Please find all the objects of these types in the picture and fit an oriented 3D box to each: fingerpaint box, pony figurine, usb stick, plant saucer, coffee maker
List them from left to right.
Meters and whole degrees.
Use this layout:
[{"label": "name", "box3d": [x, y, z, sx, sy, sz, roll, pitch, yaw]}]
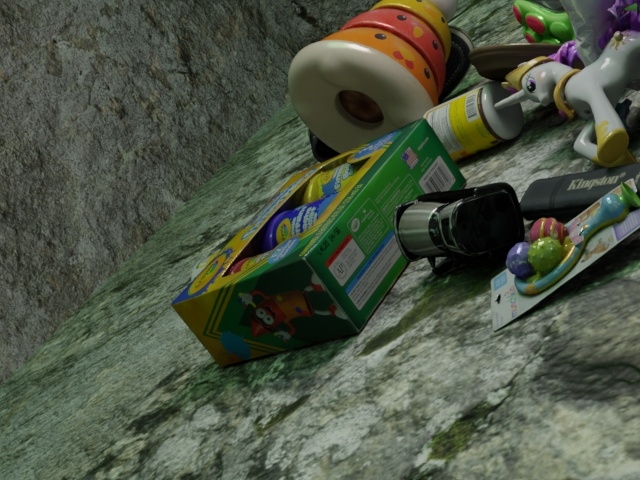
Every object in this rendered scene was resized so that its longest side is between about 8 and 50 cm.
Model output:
[{"label": "fingerpaint box", "box3d": [0.000, 0.000, 1.739, 0.371, 0.163, 0.445, -20, 22, 46]}, {"label": "coffee maker", "box3d": [0.222, -0.036, 1.455, 0.171, 0.120, 0.178, -42, 17, -22]}, {"label": "plant saucer", "box3d": [0.407, -0.313, 1.747, 0.278, 0.041, 0.278, 4, 2, 0]}, {"label": "usb stick", "box3d": [0.384, -0.068, 1.336, 0.077, 0.045, 0.278, -48, 19, -24]}, {"label": "pony figurine", "box3d": [0.456, -0.280, 1.459, 0.351, 0.303, 0.363, -46, 31, 7]}]

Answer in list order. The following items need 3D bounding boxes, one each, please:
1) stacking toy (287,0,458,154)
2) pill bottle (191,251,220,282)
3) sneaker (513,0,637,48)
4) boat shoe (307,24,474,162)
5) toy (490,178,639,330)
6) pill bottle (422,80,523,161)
[{"label": "stacking toy", "box3d": [0.172, -0.435, 2.151, 0.351, 0.350, 0.479, -16, 38, 52]}, {"label": "pill bottle", "box3d": [-0.162, 0.068, 1.975, 0.208, 0.117, 0.117, -21, 22, 45]}, {"label": "sneaker", "box3d": [0.539, -0.439, 1.864, 0.202, 0.185, 0.483, -34, 17, -10]}, {"label": "boat shoe", "box3d": [0.168, -0.342, 2.377, 0.500, 0.187, 0.156, -32, 23, 26]}, {"label": "toy", "box3d": [0.300, 0.003, 1.235, 0.237, 0.056, 0.137, -37, 15, 23]}, {"label": "pill bottle", "box3d": [0.279, -0.222, 1.878, 0.215, 0.117, 0.117, -20, 22, 44]}]
